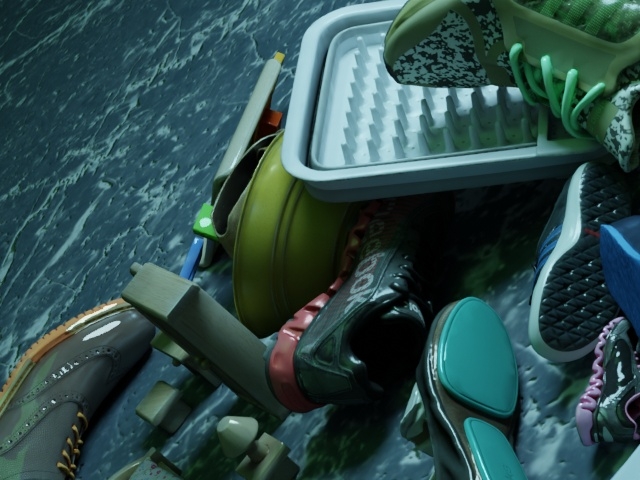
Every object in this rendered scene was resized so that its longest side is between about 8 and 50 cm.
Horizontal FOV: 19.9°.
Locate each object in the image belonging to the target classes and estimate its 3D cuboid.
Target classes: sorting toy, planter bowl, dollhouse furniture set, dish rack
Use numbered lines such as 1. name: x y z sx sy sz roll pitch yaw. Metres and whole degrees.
1. sorting toy: -0.082 -0.083 2.065 0.196 0.047 0.348 109 -178 -55
2. planter bowl: 0.000 0.000 1.791 0.090 0.217 0.217 12 56 20
3. dollhouse furniture set: -0.203 0.213 1.756 0.355 0.174 0.303 -51 27 -10
4. dish rack: 0.139 -0.137 1.741 0.332 0.072 0.286 -6 41 13

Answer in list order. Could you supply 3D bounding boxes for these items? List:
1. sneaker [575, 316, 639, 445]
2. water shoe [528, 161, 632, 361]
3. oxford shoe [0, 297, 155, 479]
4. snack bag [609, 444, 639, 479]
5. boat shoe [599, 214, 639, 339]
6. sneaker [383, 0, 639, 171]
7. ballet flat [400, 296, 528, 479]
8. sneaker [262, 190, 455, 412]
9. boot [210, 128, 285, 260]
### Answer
1. sneaker: 0.238 0.111 1.420 0.057 0.047 0.119 1 51 28
2. water shoe: 0.216 0.029 1.547 0.203 0.073 0.080 -67 7 -33
3. oxford shoe: -0.295 0.215 1.985 0.132 0.130 0.364 36 74 30
4. snack bag: 0.238 0.260 1.216 0.323 0.037 0.342 -49 27 -4
5. boat shoe: 0.281 0.034 1.380 0.089 0.109 0.258 -9 29 -3
6. sneaker: 0.236 -0.149 1.568 0.410 0.158 0.182 -3 61 27
7. ballet flat: 0.111 0.159 1.478 0.096 0.095 0.280 -46 24 27
8. sneaker: 0.066 0.048 1.683 0.135 0.098 0.276 4 50 46
9. boot: -0.001 -0.094 1.950 0.305 0.115 0.112 -55 26 -19
